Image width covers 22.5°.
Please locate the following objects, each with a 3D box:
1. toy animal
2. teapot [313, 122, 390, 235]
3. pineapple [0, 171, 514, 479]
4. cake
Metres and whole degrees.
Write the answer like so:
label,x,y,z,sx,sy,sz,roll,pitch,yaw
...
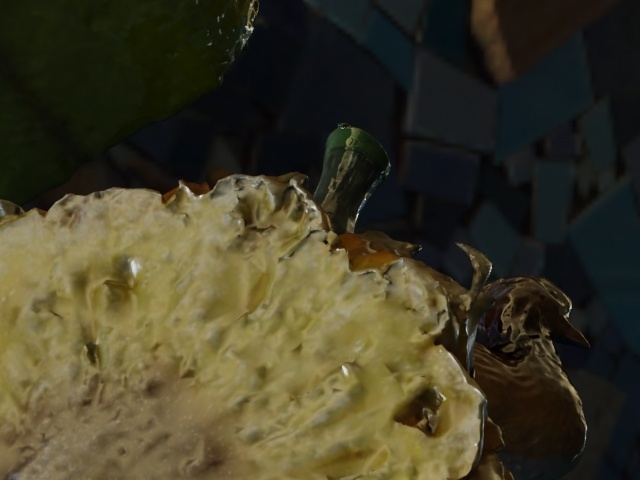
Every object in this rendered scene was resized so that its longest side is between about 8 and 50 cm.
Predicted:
label,x,y,z,sx,sy,sz,roll,pitch,yaw
toy animal,0.029,0.061,0.721,0.188,0.089,0.179,16,-136,12
teapot,0.000,0.000,0.678,0.043,0.110,0.043,17,144,13
pineapple,-0.043,0.069,0.369,0.221,0.221,0.047,4,152,20
cake,-0.163,-0.116,0.734,0.260,0.179,0.156,-28,134,7
